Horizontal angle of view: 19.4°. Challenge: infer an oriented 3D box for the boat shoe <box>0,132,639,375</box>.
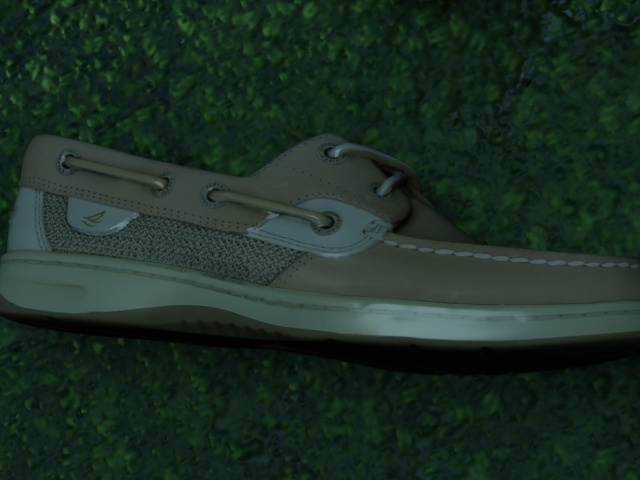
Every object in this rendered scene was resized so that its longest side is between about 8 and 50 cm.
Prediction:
[{"bbox_3d":[0.000,0.000,0.909,0.341,0.121,0.110,5,81,17],"label":"boat shoe"}]
